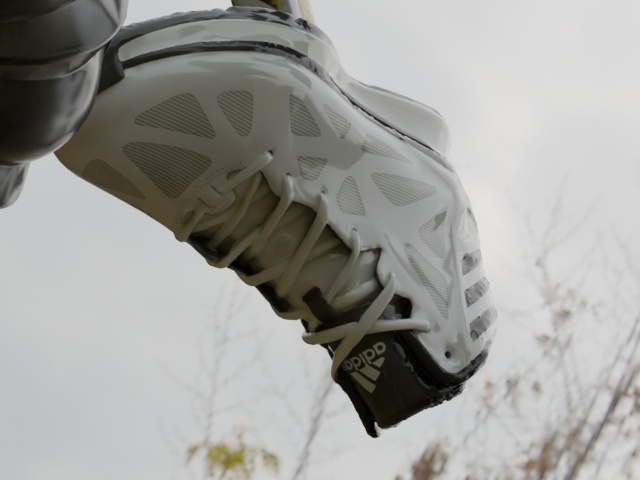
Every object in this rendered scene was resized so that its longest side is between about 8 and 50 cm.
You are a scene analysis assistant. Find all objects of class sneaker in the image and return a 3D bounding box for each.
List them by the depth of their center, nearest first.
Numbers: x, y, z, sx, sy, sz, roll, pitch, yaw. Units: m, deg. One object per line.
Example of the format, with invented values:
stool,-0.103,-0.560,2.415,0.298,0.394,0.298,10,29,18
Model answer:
sneaker,0.001,0.000,1.194,0.169,0.257,0.447,-36,-28,27

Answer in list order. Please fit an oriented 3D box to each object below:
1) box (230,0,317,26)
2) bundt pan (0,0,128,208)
box,-0.079,-0.335,1.692,0.063,0.067,0.324,-18,-95,20
bundt pan,-0.240,-0.118,0.765,0.331,0.124,0.330,-6,-50,-8
